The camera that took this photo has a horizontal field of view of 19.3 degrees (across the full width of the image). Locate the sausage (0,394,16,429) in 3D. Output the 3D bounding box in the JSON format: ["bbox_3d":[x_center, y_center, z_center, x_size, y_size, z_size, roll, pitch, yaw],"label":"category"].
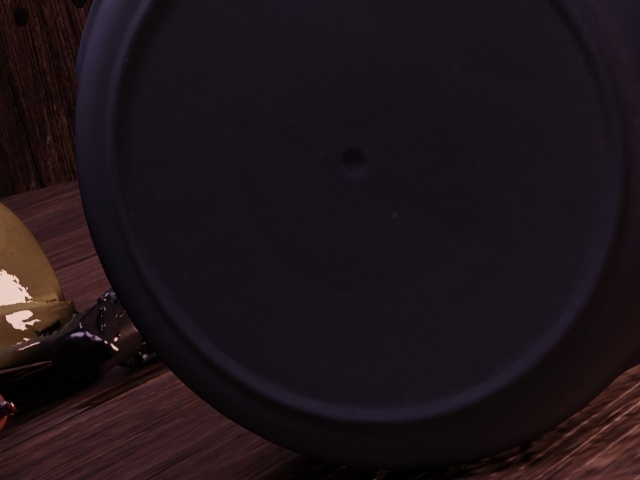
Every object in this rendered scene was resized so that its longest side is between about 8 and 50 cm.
[{"bbox_3d":[-0.263,0.112,1.053,0.223,0.029,0.029,-13,7,24],"label":"sausage"}]

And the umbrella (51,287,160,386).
[{"bbox_3d":[-0.096,0.041,1.143,0.053,0.052,0.250,-61,-11,22],"label":"umbrella"}]

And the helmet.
[{"bbox_3d":[-0.247,0.023,1.133,0.204,0.137,0.257,-14,-2,-4],"label":"helmet"}]

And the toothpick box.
[{"bbox_3d":[0.067,-0.049,0.823,0.263,0.263,0.354,-13,6,23],"label":"toothpick box"}]
